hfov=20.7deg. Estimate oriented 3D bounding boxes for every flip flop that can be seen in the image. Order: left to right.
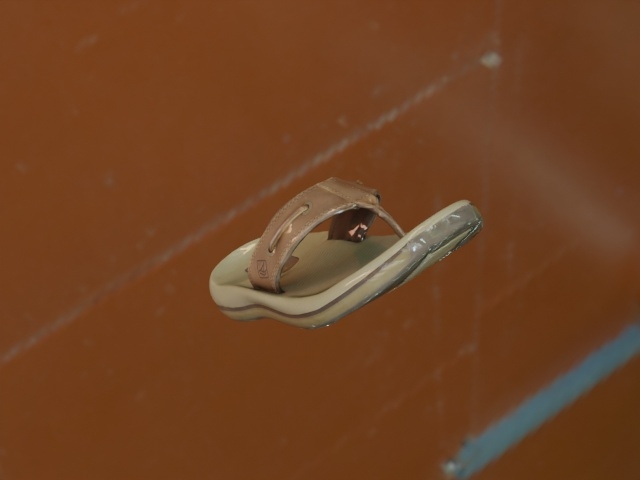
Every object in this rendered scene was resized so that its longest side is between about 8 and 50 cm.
[{"bbox_3d":[0.000,0.000,1.170,0.112,0.277,0.080,-30,102,-26],"label":"flip flop"}]
